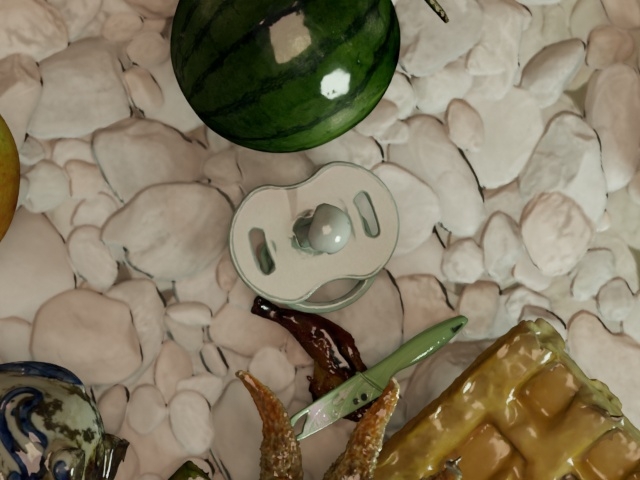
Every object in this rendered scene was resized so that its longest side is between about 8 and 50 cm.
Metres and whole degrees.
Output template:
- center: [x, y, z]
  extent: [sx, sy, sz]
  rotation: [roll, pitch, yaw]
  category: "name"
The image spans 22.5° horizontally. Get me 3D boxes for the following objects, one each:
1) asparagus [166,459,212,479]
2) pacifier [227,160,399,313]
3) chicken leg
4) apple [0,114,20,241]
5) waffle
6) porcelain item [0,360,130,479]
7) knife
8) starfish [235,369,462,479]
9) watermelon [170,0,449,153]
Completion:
- center: [-0.160, 0.259, 1.366]
  extent: [0.178, 0.045, 0.041]
  rotation: [-45, 124, -2]
  category: "asparagus"
- center: [0.000, 0.000, 1.358]
  extent: [0.150, 0.116, 0.127]
  rotation: [-12, 92, -10]
  category: "pacifier"
- center: [0.000, 0.099, 1.402]
  extent: [0.062, 0.037, 0.145]
  rotation: [-33, 96, 5]
  category: "chicken leg"
- center: [-0.339, -0.050, 1.280]
  extent: [0.196, 0.196, 0.196]
  rotation: [0, 89, -8]
  category: "apple"
- center: [0.181, 0.275, 1.339]
  extent: [0.304, 0.077, 0.348]
  rotation: [-43, 83, 13]
  category: "waffle"
- center: [-0.272, 0.237, 1.306]
  extent: [0.186, 0.138, 0.288]
  rotation: [9, 91, 12]
  category: "porcelain item"
- center: [0.050, 0.119, 1.389]
  extent: [0.207, 0.014, 0.030]
  rotation: [-30, 100, -24]
  category: "knife"
- center: [0.013, 0.253, 1.301]
  extent: [0.301, 0.084, 0.293]
  rotation: [21, 100, 16]
  category: "starfish"
- center: [-0.019, -0.172, 1.319]
  extent: [0.214, 0.188, 0.188]
  rotation: [-36, 94, 4]
  category: "watermelon"
